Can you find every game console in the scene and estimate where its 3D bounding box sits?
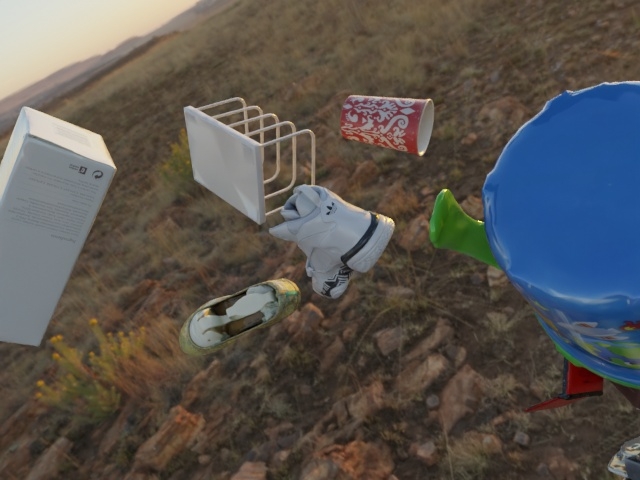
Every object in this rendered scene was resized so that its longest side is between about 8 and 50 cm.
[{"bbox_3d":[0.449,0.257,0.985,0.085,0.144,0.124,-1,82,49],"label":"game console"}]

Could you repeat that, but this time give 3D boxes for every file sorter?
[{"bbox_3d":[-0.166,-0.203,1.266,0.173,0.192,0.278,-27,44,-34],"label":"file sorter"}]

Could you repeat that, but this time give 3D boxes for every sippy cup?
[{"bbox_3d":[0.249,-0.005,0.429,0.306,0.224,0.240,-34,54,28],"label":"sippy cup"}]

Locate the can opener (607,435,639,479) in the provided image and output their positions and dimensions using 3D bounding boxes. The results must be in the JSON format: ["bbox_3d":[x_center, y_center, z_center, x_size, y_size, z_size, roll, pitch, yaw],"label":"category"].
[{"bbox_3d":[0.324,0.196,0.354,0.076,0.095,0.283,-18,2,-18],"label":"can opener"}]

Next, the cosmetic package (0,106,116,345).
[{"bbox_3d":[-0.536,-0.025,0.994,0.384,0.156,0.217,-61,37,10],"label":"cosmetic package"}]

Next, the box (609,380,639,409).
[{"bbox_3d":[0.598,0.087,0.952,0.143,0.381,0.191,-3,20,-5],"label":"box"}]

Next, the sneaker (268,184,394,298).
[{"bbox_3d":[0.000,0.000,1.146,0.137,0.210,0.366,-60,5,-25],"label":"sneaker"}]

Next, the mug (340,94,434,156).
[{"bbox_3d":[0.138,-0.230,1.117,0.169,0.150,0.113,13,51,21],"label":"mug"}]

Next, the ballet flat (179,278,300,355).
[{"bbox_3d":[-0.214,0.181,1.267,0.349,0.123,0.123,-24,27,15],"label":"ballet flat"}]
